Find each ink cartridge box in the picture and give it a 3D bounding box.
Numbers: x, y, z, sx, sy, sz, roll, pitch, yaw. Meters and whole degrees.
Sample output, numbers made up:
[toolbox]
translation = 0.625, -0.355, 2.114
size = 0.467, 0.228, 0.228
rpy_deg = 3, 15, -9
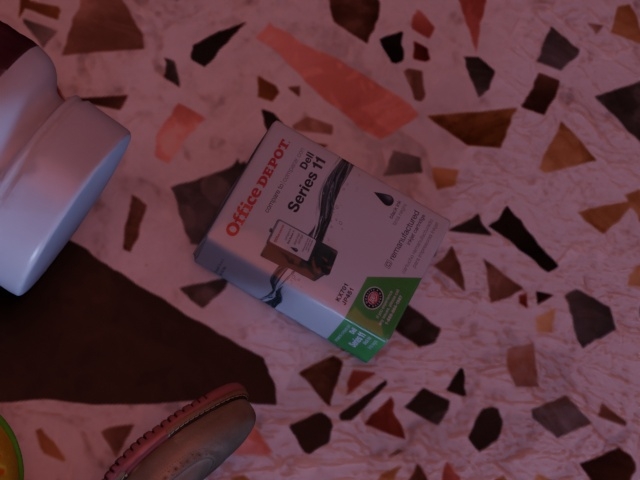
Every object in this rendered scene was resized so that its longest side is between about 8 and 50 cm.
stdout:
[ink cartridge box]
translation = 0.000, 0.000, 1.846
size = 0.208, 0.087, 0.153
rpy_deg = 30, 69, -2

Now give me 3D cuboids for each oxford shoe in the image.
[oxford shoe]
translation = -0.164, 0.283, 1.698
size = 0.130, 0.123, 0.348
rpy_deg = 40, 79, 16

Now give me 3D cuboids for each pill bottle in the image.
[pill bottle]
translation = -0.388, -0.134, 1.722
size = 0.392, 0.224, 0.224
rpy_deg = 34, 70, -2

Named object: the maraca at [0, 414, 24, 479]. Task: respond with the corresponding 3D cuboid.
[maraca]
translation = -0.336, 0.234, 1.698
size = 0.127, 0.099, 0.185
rpy_deg = 1, 99, -5
